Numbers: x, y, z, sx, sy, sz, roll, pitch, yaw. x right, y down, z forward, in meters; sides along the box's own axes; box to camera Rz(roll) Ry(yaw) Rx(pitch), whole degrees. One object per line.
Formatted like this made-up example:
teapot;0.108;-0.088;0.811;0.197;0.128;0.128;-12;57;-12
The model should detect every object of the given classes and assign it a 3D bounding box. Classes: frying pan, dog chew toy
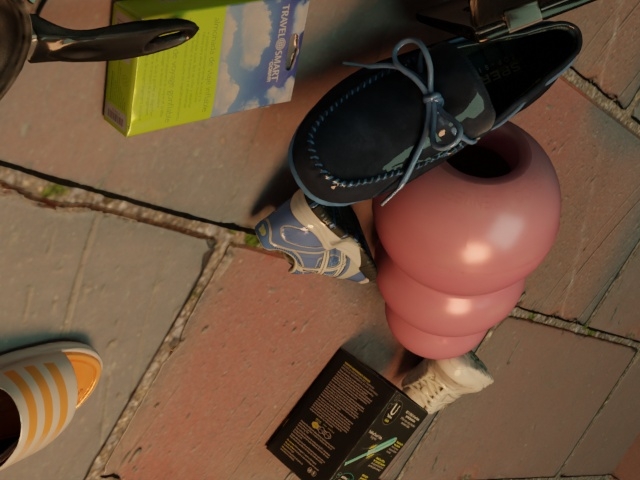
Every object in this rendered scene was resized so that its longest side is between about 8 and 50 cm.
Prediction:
frying pan;-0.226;-0.138;0.699;0.326;0.053;0.197;-31;165;-20
dog chew toy;0.151;0.014;1.224;0.207;0.206;0.331;-31;149;-29

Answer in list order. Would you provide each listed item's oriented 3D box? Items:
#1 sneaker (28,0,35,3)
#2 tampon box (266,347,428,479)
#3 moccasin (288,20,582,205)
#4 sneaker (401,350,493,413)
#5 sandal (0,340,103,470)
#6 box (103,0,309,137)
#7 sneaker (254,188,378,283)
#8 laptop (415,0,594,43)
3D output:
sneaker;-0.236;-0.171;0.726;0.109;0.040;0.043;-23;138;-36
tampon box;0.036;0.241;1.360;0.161;0.101;0.120;-52;147;-3
moccasin;0.116;-0.150;1.035;0.342;0.137;0.117;-35;-174;-29
sneaker;0.160;0.191;1.434;0.115;0.090;0.232;-39;167;-4
sandal;-0.293;0.162;0.921;0.265;0.076;0.102;-10;127;-46
box;-0.094;-0.157;0.904;0.178;0.042;0.109;-19;134;-40
sneaker;0.000;0.000;1.145;0.081;0.080;0.211;-28;151;12
laptop;0.260;-0.342;0.885;0.382;0.408;0.236;-20;106;0
